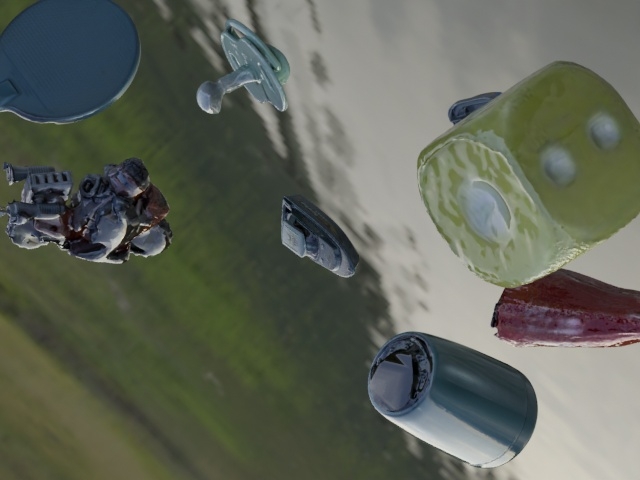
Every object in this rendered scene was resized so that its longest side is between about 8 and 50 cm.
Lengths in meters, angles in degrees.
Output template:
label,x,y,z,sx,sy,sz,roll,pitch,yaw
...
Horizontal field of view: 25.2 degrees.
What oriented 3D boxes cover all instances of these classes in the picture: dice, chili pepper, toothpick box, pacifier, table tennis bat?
label,x,y,z,sx,sy,sz,roll,pitch,yaw
dice,0.212,-0.066,1.416,0.169,0.169,0.166,57,148,-3
chili pepper,0.379,0.103,2.017,0.252,0.136,0.144,8,160,25
toothpick box,0.140,0.170,1.554,0.184,0.120,0.120,27,-178,-41
pacifier,-0.104,-0.203,1.759,0.150,0.116,0.127,38,157,57
table tennis bat,-0.436,-0.267,2.257,0.215,0.329,0.044,53,166,13

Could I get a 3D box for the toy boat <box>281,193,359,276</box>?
label,x,y,z,sx,sy,sz,roll,pitch,yaw
toy boat,0.000,0.000,1.732,0.141,0.060,0.055,41,141,37

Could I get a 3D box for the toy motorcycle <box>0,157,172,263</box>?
label,x,y,z,sx,sy,sz,roll,pitch,yaw
toy motorcycle,-0.412,-0.056,2.326,0.207,0.401,0.134,-60,36,41

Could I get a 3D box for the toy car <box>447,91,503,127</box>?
label,x,y,z,sx,sy,sz,roll,pitch,yaw
toy car,0.279,-0.146,2.191,0.097,0.100,0.191,-9,115,40
